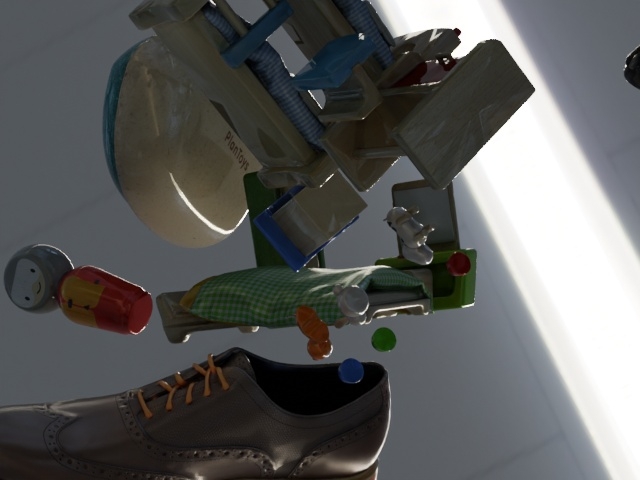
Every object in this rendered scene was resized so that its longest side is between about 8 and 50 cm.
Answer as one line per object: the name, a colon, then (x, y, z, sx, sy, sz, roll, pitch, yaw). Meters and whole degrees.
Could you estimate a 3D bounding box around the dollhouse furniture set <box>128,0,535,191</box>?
dollhouse furniture set: (0.018, -0.116, 0.845, 0.129, 0.129, 0.184, -47, -158, -19)

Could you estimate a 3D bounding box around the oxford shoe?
oxford shoe: (-0.115, 0.142, 1.309, 0.364, 0.132, 0.130, 1, -149, -25)

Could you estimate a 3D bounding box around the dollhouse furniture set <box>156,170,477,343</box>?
dollhouse furniture set: (0.000, 0.000, 1.445, 0.198, 0.301, 0.151, -7, -92, 24)

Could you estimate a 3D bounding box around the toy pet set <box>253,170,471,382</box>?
toy pet set: (0.010, 0.018, 1.012, 0.122, 0.065, 0.114, -41, -88, -30)

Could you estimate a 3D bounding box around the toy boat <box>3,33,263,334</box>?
toy boat: (-0.177, -0.056, 1.571, 0.148, 0.267, 0.318, 17, -116, 23)

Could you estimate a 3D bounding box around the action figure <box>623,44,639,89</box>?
action figure: (0.232, -0.198, 0.877, 0.164, 0.275, 0.141, 20, -132, 23)
